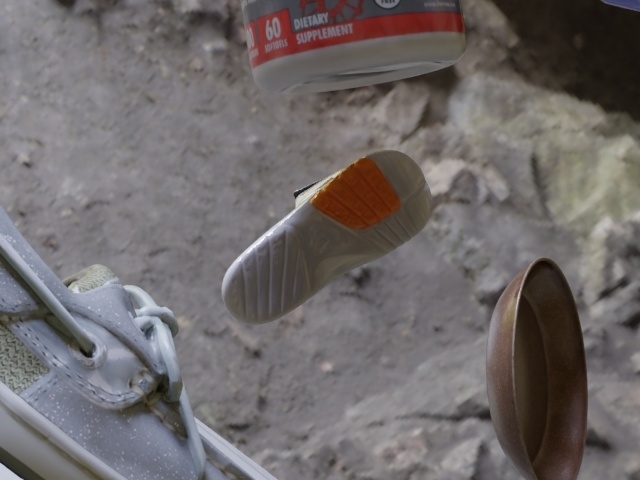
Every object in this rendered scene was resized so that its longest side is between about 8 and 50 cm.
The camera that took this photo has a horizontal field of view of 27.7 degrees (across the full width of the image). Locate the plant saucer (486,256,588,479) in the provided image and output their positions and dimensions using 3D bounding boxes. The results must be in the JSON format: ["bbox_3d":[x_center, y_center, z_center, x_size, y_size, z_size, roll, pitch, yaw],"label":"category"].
[{"bbox_3d":[0.177,0.113,1.071,0.198,0.036,0.198,19,68,-60],"label":"plant saucer"}]

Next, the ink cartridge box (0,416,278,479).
[{"bbox_3d":[-0.118,0.210,0.675,0.211,0.121,0.289,38,22,3],"label":"ink cartridge box"}]

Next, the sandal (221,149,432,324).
[{"bbox_3d":[-0.005,-0.009,1.299,0.265,0.076,0.102,-32,108,-27],"label":"sandal"}]

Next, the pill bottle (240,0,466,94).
[{"bbox_3d":[0.011,-0.333,1.239,0.210,0.210,0.363,-11,92,-53],"label":"pill bottle"}]

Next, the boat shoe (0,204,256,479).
[{"bbox_3d":[-0.129,0.006,0.494,0.320,0.118,0.103,44,76,-6],"label":"boat shoe"}]

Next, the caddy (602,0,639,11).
[{"bbox_3d":[0.430,-0.416,1.511,0.241,0.179,0.341,-18,110,-24],"label":"caddy"}]
